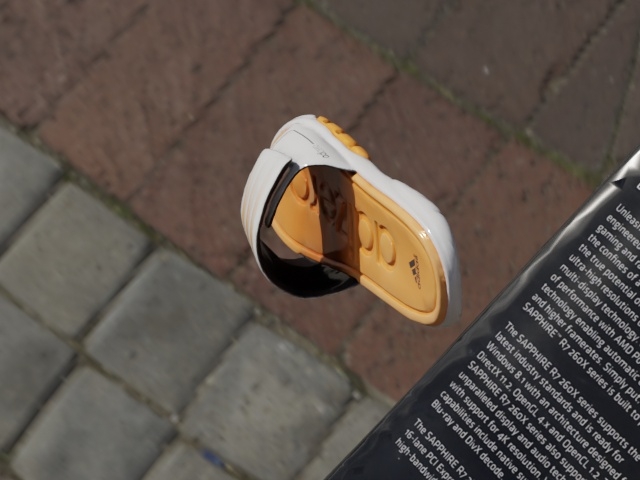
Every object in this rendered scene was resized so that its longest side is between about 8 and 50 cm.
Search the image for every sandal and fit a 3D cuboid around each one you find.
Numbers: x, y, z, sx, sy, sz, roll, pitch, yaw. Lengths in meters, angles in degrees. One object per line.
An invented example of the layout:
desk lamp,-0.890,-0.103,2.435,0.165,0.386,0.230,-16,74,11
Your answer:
sandal,-0.001,-0.010,1.206,0.076,0.102,0.265,-12,18,-21

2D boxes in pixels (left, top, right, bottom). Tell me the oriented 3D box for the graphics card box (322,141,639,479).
graphics card box,0.120,0.139,0.754,0.371,0.094,0.233,-48,62,5
